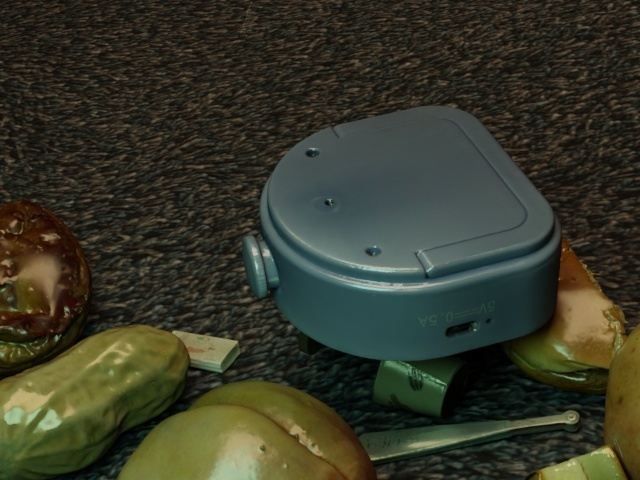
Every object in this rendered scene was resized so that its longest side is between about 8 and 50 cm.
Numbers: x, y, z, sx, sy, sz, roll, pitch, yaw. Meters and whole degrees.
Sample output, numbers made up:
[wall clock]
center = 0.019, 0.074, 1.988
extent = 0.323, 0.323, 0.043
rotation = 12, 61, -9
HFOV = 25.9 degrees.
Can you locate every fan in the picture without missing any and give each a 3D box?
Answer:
[fan]
center = 0.182, 0.244, 1.718
extent = 0.282, 0.023, 0.057
rotation = -8, 29, 6

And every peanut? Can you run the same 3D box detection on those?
[peanut]
center = -0.303, 0.208, 1.789
extent = 0.313, 0.152, 0.152
rotation = -27, 35, -33

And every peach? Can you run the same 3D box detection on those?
[peach]
center = -0.075, 0.283, 1.509
extent = 0.292, 0.247, 0.292
rotation = 0, 11, 0

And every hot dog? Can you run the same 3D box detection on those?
[hot dog]
center = -0.496, 0.057, 2.057
extent = 0.267, 0.174, 0.387
rotation = -23, 33, -26

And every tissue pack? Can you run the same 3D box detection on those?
[tissue pack]
center = -0.172, 0.156, 1.952
extent = 0.108, 0.023, 0.056
rotation = 8, 35, 27

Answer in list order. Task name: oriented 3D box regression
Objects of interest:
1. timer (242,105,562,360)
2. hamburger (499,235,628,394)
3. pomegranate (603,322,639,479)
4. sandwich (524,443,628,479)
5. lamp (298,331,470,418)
[timer]
center = 0.087, 0.002, 1.761
extent = 0.395, 0.173, 0.395
rotation = -2, 38, 2
[hamburger]
center = 0.299, 0.099, 1.807
extent = 0.157, 0.144, 0.283
rotation = -15, 34, -8
[pomegranate]
center = 0.452, 0.191, 1.475
extent = 0.338, 0.338, 0.338
rotation = -7, 31, 4
[sandwich]
center = 0.270, 0.340, 1.460
extent = 0.108, 0.220, 0.186
rotation = -16, 68, -16
[lamp]
center = 0.081, 0.151, 1.794
extent = 0.215, 0.121, 0.121
rotation = 21, 41, 22
